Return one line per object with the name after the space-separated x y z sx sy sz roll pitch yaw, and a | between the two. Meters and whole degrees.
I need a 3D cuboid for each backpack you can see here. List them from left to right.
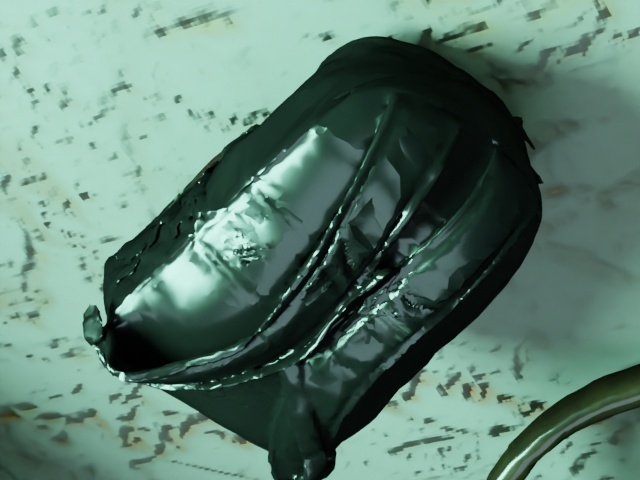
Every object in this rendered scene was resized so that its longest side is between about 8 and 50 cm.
0.004 0.001 0.687 0.120 0.106 0.165 37 112 -27 | backpack

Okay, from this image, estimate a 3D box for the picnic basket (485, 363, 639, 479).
0.187 0.202 0.764 0.293 0.337 0.337 4 138 18 | picnic basket
